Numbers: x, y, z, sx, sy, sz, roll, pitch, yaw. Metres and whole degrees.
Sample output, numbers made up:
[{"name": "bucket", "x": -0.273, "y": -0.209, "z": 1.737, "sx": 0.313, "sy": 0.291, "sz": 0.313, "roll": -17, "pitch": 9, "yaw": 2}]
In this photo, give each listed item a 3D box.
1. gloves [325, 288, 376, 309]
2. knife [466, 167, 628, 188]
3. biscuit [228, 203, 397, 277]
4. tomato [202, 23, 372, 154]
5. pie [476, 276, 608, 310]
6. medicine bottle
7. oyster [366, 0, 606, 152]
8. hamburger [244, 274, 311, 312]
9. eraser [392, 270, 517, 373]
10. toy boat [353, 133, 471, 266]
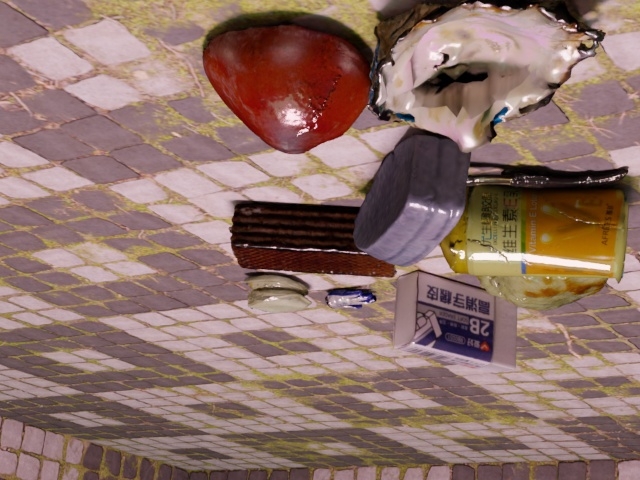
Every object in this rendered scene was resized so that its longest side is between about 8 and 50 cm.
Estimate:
[{"name": "gloves", "x": 0.054, "y": 0.099, "z": 1.983, "sx": 0.086, "sy": 0.026, "sz": 0.064, "roll": -10, "pitch": 157, "yaw": 24}, {"name": "knife", "x": 0.268, "y": -0.077, "z": 1.459, "sx": 0.222, "sy": 0.021, "sz": 0.045, "roll": -1, "pitch": 160, "yaw": 6}, {"name": "biscuit", "x": 0.000, "y": 0.000, "z": 1.664, "sx": 0.252, "sy": 0.070, "sz": 0.106, "roll": 3, "pitch": 161, "yaw": 4}, {"name": "tomato", "x": -0.041, "y": -0.148, "z": 1.232, "sx": 0.189, "sy": 0.099, "sz": 0.173, "roll": -5, "pitch": 159, "yaw": 29}, {"name": "pie", "x": 0.327, "y": 0.047, "z": 1.682, "sx": 0.201, "sy": 0.090, "sz": 0.248, "roll": 4, "pitch": 164, "yaw": -5}, {"name": "medicine bottle", "x": 0.271, "y": -0.010, "z": 1.502, "sx": 0.239, "sy": 0.124, "sz": 0.124, "roll": 2, "pitch": 159, "yaw": 11}, {"name": "oyster", "x": 0.148, "y": -0.170, "z": 1.158, "sx": 0.198, "sy": 0.092, "sz": 0.259, "roll": 13, "pitch": 146, "yaw": -21}, {"name": "hamburger", "x": -0.062, "y": 0.091, "z": 1.955, "sx": 0.084, "sy": 0.054, "sz": 0.121, "roll": -12, "pitch": 157, "yaw": 29}, {"name": "eraser", "x": 0.221, "y": 0.135, "z": 1.895, "sx": 0.210, "sy": 0.124, "sz": 0.068, "roll": 16, "pitch": 156, "yaw": -28}, {"name": "toy boat", "x": 0.109, "y": -0.039, "z": 1.448, "sx": 0.078, "sy": 0.127, "sz": 0.283, "roll": 10, "pitch": 161, "yaw": -12}]
